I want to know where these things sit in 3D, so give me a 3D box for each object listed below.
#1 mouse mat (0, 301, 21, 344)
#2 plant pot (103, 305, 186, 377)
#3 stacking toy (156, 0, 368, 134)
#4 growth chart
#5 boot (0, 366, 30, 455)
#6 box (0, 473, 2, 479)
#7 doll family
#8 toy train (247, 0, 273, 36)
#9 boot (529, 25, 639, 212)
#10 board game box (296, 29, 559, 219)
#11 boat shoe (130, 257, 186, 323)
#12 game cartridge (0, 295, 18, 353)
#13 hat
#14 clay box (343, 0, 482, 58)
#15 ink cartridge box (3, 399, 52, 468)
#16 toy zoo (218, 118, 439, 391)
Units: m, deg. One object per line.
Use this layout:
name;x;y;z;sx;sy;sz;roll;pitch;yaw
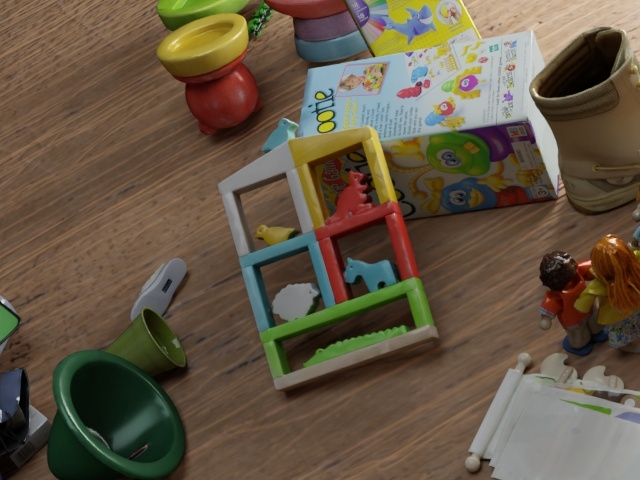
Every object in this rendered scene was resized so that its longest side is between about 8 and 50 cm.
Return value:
mouse mat;-0.465;0.131;2.097;0.189;0.007;0.152;-44;47;-17
plant pot;-0.211;0.132;2.004;0.079;0.083;0.083;-35;43;12
stacking toy;-0.066;-0.275;2.298;0.309;0.130;0.279;-23;28;-5
growth chart;0.263;0.201;1.747;0.237;0.021;0.172;20;61;37
boot;-0.377;0.215;1.940;0.106;0.082;0.219;-14;38;-2
box;-0.415;0.304;1.931;0.136;0.036;0.225;-8;40;-18
doll family;0.335;0.009;1.784;0.118;0.163;0.263;27;66;40
toy train;-0.080;-0.310;2.376;0.023;0.017;0.083;-1;50;39
boot;0.365;-0.159;1.891;0.262;0.203;0.095;-25;45;5
board game box;0.128;-0.125;2.018;0.275;0.142;0.144;-7;49;19
boat shoe;-0.200;0.063;2.089;0.035;0.035;0.100;-9;45;56
game cartridge;-0.532;0.129;2.172;0.297;0.062;0.198;3;56;27
hat;-0.275;0.247;1.917;0.183;0.173;0.208;-46;-4;26
clay box;0.108;-0.280;2.138;0.127;0.053;0.222;-27;87;1
ink cartridge box;-0.367;0.212;2.032;0.063;0.029;0.115;-45;47;-17
toy zoo;0.000;0.000;1.930;0.192;0.030;0.293;-20;76;17
